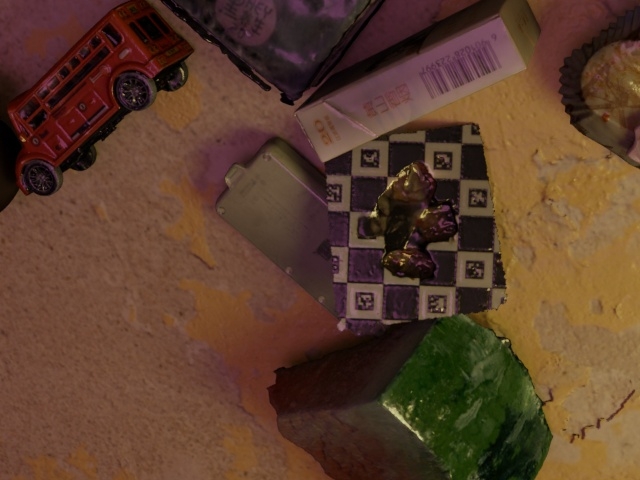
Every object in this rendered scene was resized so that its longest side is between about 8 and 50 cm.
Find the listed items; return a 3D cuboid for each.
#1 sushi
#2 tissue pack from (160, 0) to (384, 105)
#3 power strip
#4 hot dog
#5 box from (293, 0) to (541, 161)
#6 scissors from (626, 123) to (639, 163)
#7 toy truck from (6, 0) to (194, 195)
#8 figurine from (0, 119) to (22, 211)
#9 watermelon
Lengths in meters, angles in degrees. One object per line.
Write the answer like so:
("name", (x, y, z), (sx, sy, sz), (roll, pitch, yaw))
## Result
("sushi", (0.101, -0.015, 1.237), (0.193, 0.040, 0.210), (-7, 92, 2))
("tissue pack", (-0.011, -0.350, 1.101), (0.259, 0.122, 0.361), (42, 121, -1))
("power strip", (0.000, 0.000, 1.299), (0.270, 0.046, 0.118), (42, 119, -4))
("hot dog", (0.372, -0.131, 1.105), (0.270, 0.081, 0.162), (30, 129, -6))
("box", (0.100, -0.171, 1.130), (0.233, 0.149, 0.067), (-23, 103, 25))
("scissors", (0.392, -0.088, 1.035), (0.110, 0.021, 0.212), (44, 146, -25))
("toy truck", (-0.268, -0.161, 1.275), (0.253, 0.107, 0.114), (-36, 99, 26))
("figurine", (-0.458, -0.079, 1.351), (0.275, 0.161, 0.158), (-42, 76, 24))
("watermelon", (0.105, 0.241, 1.303), (0.302, 0.151, 0.264), (-22, 119, 29))
